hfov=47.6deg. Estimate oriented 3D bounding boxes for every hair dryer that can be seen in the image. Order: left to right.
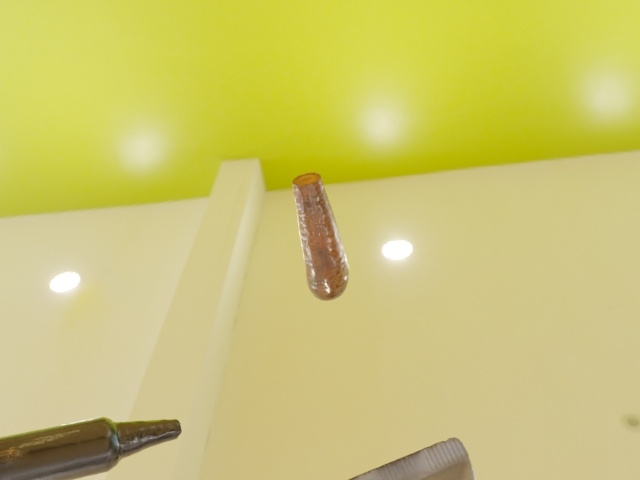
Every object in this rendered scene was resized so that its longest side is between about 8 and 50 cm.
[{"bbox_3d":[-0.168,0.134,0.362,0.195,0.050,0.173,5,-119,-18],"label":"hair dryer"}]

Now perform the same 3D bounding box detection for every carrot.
[{"bbox_3d":[0.000,0.000,0.485,0.032,0.093,0.032,-8,-150,5],"label":"carrot"}]

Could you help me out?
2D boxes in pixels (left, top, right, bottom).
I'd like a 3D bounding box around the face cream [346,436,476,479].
[{"bbox_3d":[0.115,0.318,0.576,0.143,0.314,0.089,-27,179,13],"label":"face cream"}]
